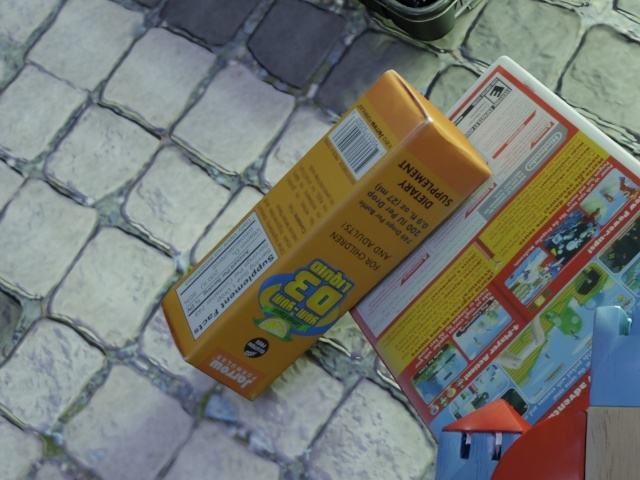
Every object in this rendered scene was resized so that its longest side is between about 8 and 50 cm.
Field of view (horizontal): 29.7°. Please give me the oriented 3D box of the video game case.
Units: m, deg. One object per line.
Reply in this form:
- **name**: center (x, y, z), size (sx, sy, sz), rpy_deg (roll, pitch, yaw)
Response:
- **video game case**: center (0.117, 0.016, 0.763), size (0.204, 0.025, 0.285), rpy_deg (-47, 36, 9)

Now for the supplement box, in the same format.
- **supplement box**: center (0.000, 0.000, 0.819), size (0.233, 0.078, 0.080), rpy_deg (-44, 39, 14)

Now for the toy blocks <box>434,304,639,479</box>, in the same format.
- **toy blocks**: center (0.177, 0.149, 0.540), size (0.381, 0.190, 0.261), rpy_deg (-4, 67, 30)

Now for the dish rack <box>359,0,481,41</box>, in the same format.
- **dish rack**: center (0.098, -0.299, 0.974), size (0.208, 0.074, 0.271), rpy_deg (39, 79, 24)
